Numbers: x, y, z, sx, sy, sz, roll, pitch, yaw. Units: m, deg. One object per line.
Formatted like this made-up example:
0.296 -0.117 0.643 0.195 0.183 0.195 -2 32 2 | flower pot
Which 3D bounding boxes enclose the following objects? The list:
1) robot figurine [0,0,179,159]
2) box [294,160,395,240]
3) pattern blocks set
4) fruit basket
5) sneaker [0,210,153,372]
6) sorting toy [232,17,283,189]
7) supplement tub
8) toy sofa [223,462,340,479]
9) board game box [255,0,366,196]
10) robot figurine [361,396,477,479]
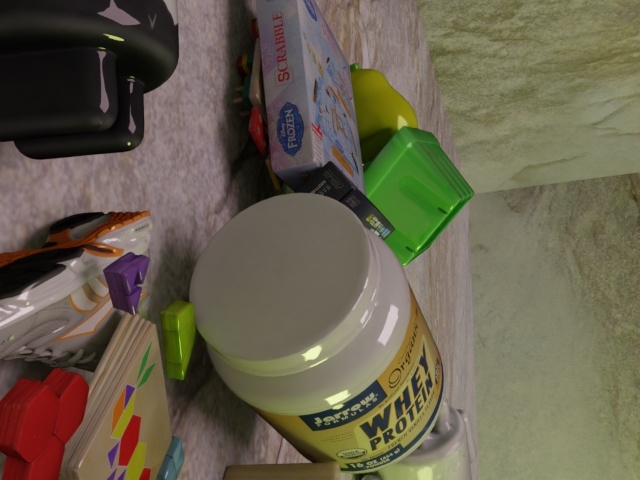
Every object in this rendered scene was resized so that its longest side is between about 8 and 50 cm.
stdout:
-0.189 -0.204 0.499 0.173 0.209 0.278 0 82 -35 | robot figurine
0.000 0.000 0.989 0.059 0.183 0.232 51 6 24 | box
-0.160 0.160 0.545 0.285 0.026 0.325 -69 168 -56 | pattern blocks set
0.121 -0.156 1.391 0.392 0.283 0.392 35 17 -12 | fruit basket
-0.197 0.061 0.520 0.262 0.099 0.121 -45 130 -65 | sneaker
-0.083 -0.195 0.997 0.132 0.046 0.275 61 23 -48 | sorting toy
0.007 0.115 0.788 0.316 0.228 0.228 59 30 -50 | supplement tub
-0.008 0.444 0.853 0.177 0.150 0.363 -77 153 -46 | toy sofa
-0.006 -0.206 1.067 0.318 0.065 0.318 41 41 -67 | board game box
0.195 0.453 1.352 0.299 0.199 0.354 -24 116 -27 | robot figurine
